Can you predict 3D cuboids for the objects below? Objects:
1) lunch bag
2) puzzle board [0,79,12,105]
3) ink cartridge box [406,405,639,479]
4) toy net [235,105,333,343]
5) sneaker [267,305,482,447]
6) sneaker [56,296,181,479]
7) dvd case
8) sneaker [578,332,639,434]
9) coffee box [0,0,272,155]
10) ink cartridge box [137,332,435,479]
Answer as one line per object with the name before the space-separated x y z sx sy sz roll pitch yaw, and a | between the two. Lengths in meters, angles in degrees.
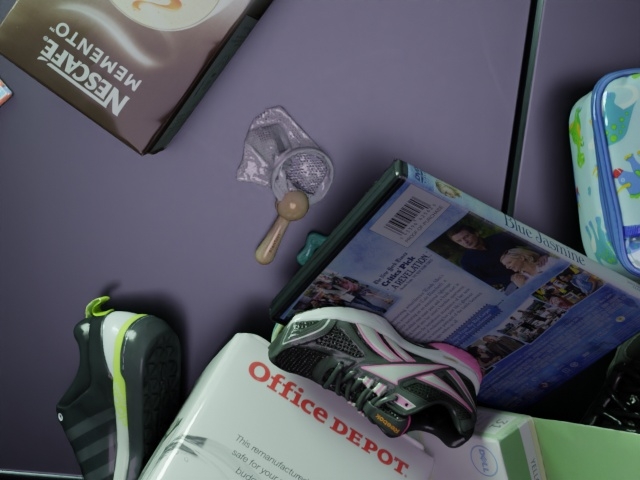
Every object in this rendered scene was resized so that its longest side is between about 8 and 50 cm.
lunch bag | 0.318 -0.052 0.649 0.218 0.090 0.176 -4 84 -1
puzzle board | -0.334 -0.117 0.677 0.128 0.011 0.096 -39 99 6
ink cartridge box | 0.173 0.224 0.654 0.056 0.235 0.171 -22 102 -35
toy net | 0.000 0.000 0.691 0.122 0.045 0.232 -13 100 1
sneaker | 0.047 0.109 0.629 0.178 0.077 0.072 14 133 -11
sneaker | -0.179 0.164 0.712 0.097 0.084 0.235 11 100 21
dvd case | 0.111 0.052 0.641 0.252 0.022 0.180 25 131 -21
sneaker | 0.263 0.168 0.684 0.135 0.097 0.276 0 103 -36
coffee box | -0.111 -0.203 0.623 0.141 0.098 0.247 36 97 -7
ink cartridge box | -0.055 0.239 0.618 0.198 0.273 0.115 35 139 -6
